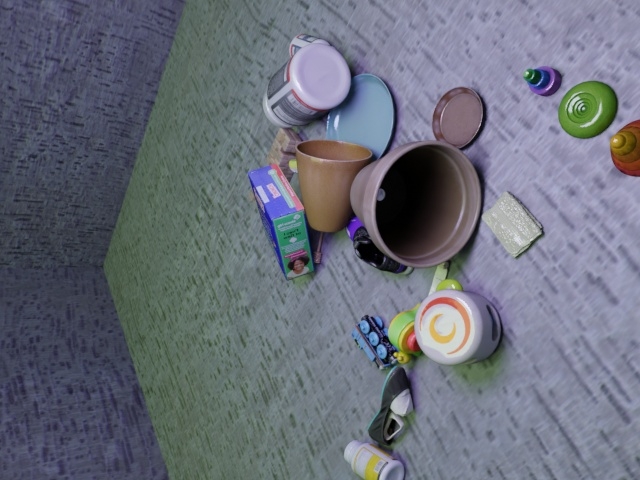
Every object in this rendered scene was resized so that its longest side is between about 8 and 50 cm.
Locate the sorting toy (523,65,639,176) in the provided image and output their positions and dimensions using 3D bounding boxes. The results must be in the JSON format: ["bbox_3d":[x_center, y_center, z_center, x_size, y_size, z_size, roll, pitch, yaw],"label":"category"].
[{"bbox_3d":[0.565,-0.276,1.175,0.366,0.126,0.127,55,129,35],"label":"sorting toy"}]

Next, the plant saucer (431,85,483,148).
[{"bbox_3d":[0.376,-0.331,1.488,0.168,0.029,0.169,-4,85,52],"label":"plant saucer"}]

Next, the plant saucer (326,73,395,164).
[{"bbox_3d":[0.135,-0.377,1.781,0.317,0.043,0.318,-3,86,52],"label":"plant saucer"}]

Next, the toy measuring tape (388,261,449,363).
[{"bbox_3d":[0.266,0.204,1.540,0.121,0.121,0.330,34,115,47],"label":"toy measuring tape"}]

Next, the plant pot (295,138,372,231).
[{"bbox_3d":[0.032,-0.163,1.717,0.237,0.237,0.255,33,126,47],"label":"plant pot"}]

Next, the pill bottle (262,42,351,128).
[{"bbox_3d":[-0.063,-0.507,1.859,0.363,0.210,0.211,175,95,-66],"label":"pill bottle"}]

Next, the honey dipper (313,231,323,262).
[{"bbox_3d":[0.000,0.000,1.953,0.030,0.030,0.161,19,100,50],"label":"honey dipper"}]

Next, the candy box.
[{"bbox_3d":[-0.133,-0.064,1.907,0.317,0.122,0.268,79,167,-48],"label":"candy box"}]

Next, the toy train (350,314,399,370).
[{"bbox_3d":[0.173,0.318,1.690,0.184,0.080,0.105,54,138,34],"label":"toy train"}]

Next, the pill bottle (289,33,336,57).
[{"bbox_3d":[-0.021,-0.660,1.932,0.180,0.107,0.108,39,118,45],"label":"pill bottle"}]

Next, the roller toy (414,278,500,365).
[{"bbox_3d":[0.353,0.225,1.406,0.191,0.146,0.209,42,111,38],"label":"roller toy"}]

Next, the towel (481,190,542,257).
[{"bbox_3d":[0.474,-0.042,1.359,0.110,0.027,0.148,-54,50,34],"label":"towel"}]

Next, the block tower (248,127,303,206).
[{"bbox_3d":[-0.167,-0.268,2.117,0.097,0.090,0.336,58,131,35],"label":"block tower"}]

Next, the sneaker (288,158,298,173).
[{"bbox_3d":[-0.035,-0.293,1.943,0.208,0.081,0.094,4,118,41],"label":"sneaker"}]

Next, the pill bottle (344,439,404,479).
[{"bbox_3d":[0.159,0.685,1.671,0.184,0.103,0.103,13,99,51],"label":"pill bottle"}]

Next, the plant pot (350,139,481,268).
[{"bbox_3d":[0.222,-0.109,1.491,0.280,0.322,0.324,-156,72,-66],"label":"plant pot"}]

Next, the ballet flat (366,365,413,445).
[{"bbox_3d":[0.221,0.499,1.619,0.096,0.095,0.281,37,128,35],"label":"ballet flat"}]

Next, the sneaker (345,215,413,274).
[{"bbox_3d":[0.147,0.003,1.671,0.293,0.146,0.102,40,119,44],"label":"sneaker"}]
